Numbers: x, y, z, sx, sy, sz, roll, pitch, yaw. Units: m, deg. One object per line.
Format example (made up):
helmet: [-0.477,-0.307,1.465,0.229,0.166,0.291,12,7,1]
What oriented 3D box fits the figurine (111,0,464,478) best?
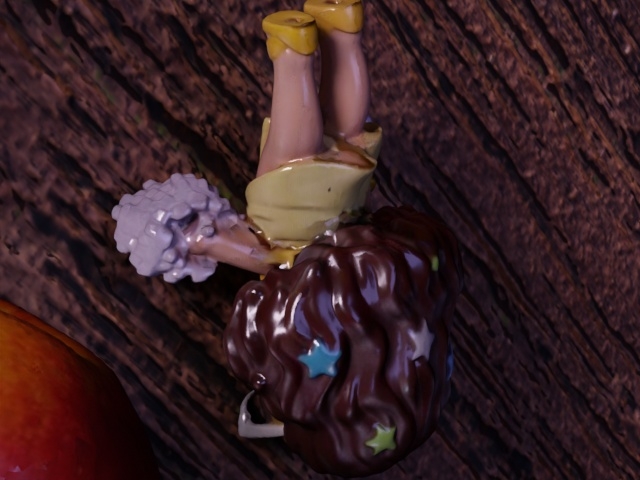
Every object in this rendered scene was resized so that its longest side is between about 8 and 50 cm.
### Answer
figurine: [0.001,0.002,0.815,0.175,0.116,0.240,-27,111,-42]

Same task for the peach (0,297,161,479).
peach: [-0.170,0.122,0.592,0.243,0.199,0.243,-5,98,-35]
